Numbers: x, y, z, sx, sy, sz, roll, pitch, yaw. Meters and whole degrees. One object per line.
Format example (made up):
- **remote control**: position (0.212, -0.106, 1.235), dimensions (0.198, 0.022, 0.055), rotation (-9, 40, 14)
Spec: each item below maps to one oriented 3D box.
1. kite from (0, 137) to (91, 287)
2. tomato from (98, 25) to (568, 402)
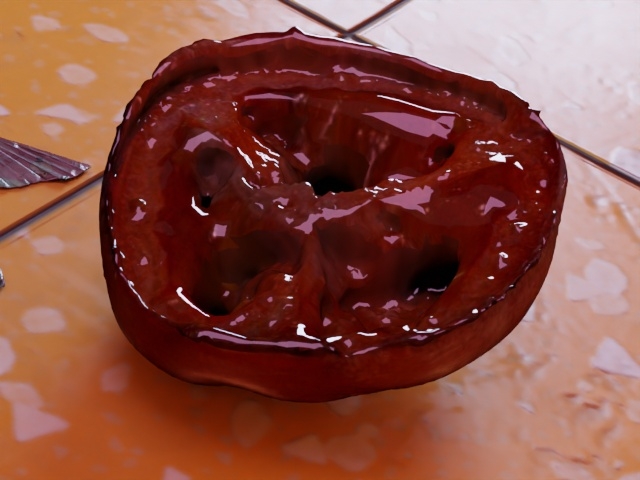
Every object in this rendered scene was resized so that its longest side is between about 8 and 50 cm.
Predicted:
- **kite**: position (-0.179, -0.024, 1.016), dimensions (0.137, 0.005, 0.152), rotation (-14, 44, -27)
- **tomato**: position (-0.001, 0.001, 0.950), dimensions (0.228, 0.101, 0.228), rotation (1, 43, -1)
